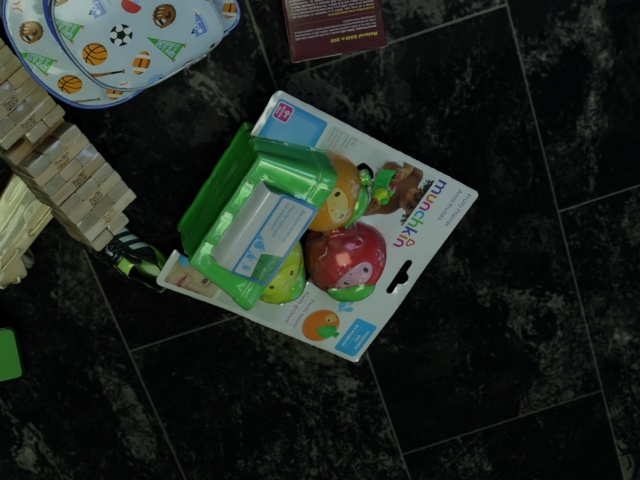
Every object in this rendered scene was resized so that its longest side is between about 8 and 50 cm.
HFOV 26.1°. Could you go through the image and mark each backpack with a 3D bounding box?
[{"bbox_3d":[-0.258,-0.291,1.697,0.263,0.213,0.276,-33,117,6],"label":"backpack"}]

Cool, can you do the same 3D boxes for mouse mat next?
[{"bbox_3d":[-0.521,0.178,1.963,0.190,0.007,0.152,-11,148,-12],"label":"mouse mat"}]

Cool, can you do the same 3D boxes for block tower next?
[{"bbox_3d":[-0.374,-0.139,1.768,0.091,0.097,0.335,-47,123,-16],"label":"block tower"}]

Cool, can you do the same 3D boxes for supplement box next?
[{"bbox_3d":[0.005,-0.360,1.780,0.130,0.073,0.239,-9,117,-2],"label":"supplement box"}]

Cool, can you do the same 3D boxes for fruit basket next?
[{"bbox_3d":[0.000,0.000,1.914,0.353,0.165,0.327,27,110,-23],"label":"fruit basket"}]

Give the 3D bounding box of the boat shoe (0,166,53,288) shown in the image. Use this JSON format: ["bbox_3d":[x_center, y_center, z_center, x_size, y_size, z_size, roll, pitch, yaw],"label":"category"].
[{"bbox_3d":[-0.441,0.021,1.897,0.098,0.109,0.302,28,103,-22],"label":"boat shoe"}]

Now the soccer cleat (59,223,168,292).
[{"bbox_3d":[-0.284,0.013,1.930,0.179,0.072,0.060,30,109,-20],"label":"soccer cleat"}]
